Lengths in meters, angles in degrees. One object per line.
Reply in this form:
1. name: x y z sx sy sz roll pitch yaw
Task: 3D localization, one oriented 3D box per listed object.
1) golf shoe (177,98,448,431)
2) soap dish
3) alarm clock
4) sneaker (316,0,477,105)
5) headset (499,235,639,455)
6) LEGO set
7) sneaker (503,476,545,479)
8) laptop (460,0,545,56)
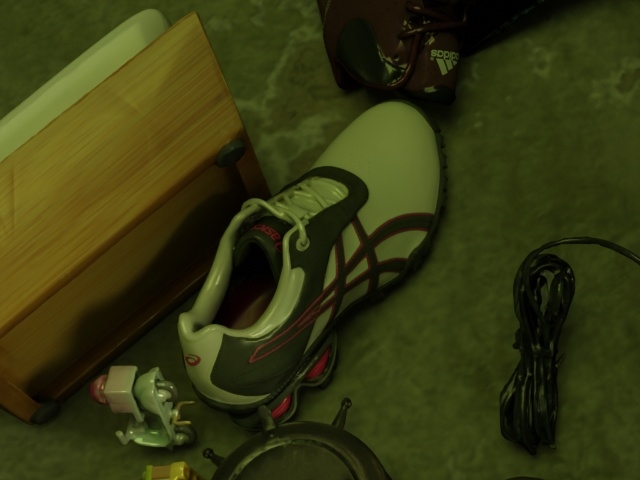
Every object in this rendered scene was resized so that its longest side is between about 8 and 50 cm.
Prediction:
1. golf shoe: 0.000 0.000 1.096 0.105 0.120 0.273 21 68 28
2. soap dish: -0.162 -0.005 1.093 0.291 0.229 0.118 -40 72 -8
3. alarm clock: -0.007 0.198 1.018 0.129 0.064 0.192 -21 62 4
4. sneaker: 0.109 -0.186 1.154 0.281 0.106 0.163 -24 63 41
5. headset: 0.285 0.073 0.919 0.394 0.243 0.185 11 92 37
6. LEGO set: -0.152 0.219 1.008 0.107 0.132 0.287 -8 37 19
7. sneaker: 0.076 0.271 0.904 0.116 0.136 0.314 17 67 24
8. laptop: 0.218 -0.281 1.253 0.264 0.136 0.234 -34 52 27
